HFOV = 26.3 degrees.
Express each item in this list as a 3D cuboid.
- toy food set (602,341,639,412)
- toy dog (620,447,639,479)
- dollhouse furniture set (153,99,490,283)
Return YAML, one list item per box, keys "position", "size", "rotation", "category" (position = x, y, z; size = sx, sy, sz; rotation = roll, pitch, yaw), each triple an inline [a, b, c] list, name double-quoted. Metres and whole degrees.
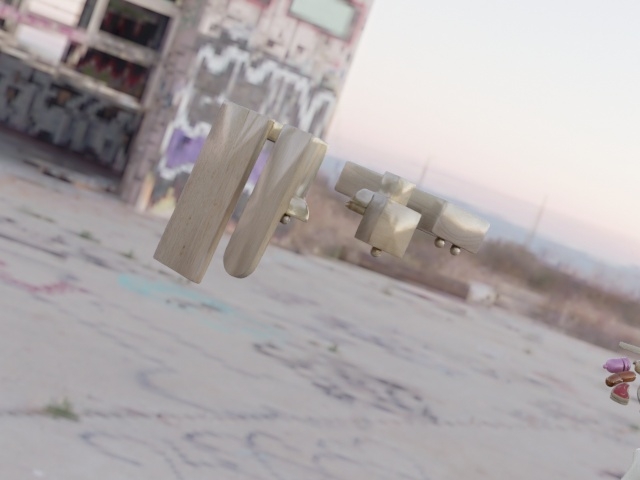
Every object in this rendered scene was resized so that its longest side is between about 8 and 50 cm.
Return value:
- position: [0.391, 0.177, 1.727]
  size: [0.078, 0.019, 0.122]
  rotation: [18, 35, 13]
  category: "toy food set"
- position: [0.422, 0.410, 1.559]
  size: [0.285, 0.408, 0.395]
  rotation: [24, 42, -3]
  category: "toy dog"
- position: [0.000, 0.000, 0.960]
  size: [0.151, 0.123, 0.144]
  rotation: [24, 1, -40]
  category: "dollhouse furniture set"
